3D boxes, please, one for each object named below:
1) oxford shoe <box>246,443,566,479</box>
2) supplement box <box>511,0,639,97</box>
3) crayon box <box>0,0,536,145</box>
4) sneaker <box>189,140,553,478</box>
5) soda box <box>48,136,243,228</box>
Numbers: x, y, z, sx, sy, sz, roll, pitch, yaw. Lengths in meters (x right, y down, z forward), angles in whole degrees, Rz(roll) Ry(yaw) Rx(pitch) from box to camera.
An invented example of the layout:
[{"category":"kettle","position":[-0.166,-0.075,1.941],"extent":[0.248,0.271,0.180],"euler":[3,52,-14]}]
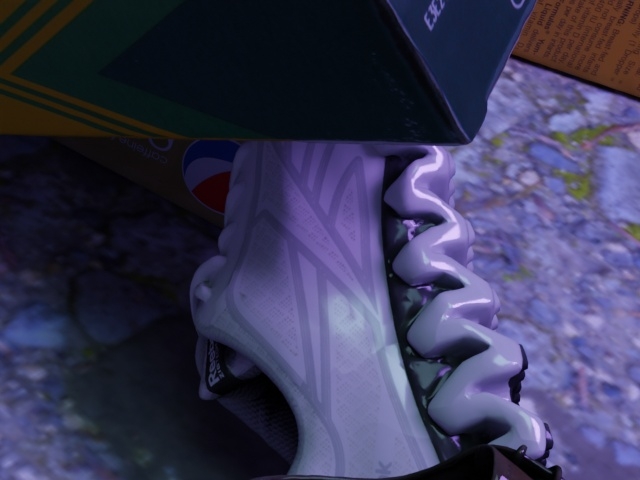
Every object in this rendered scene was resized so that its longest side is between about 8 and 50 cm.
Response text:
[{"category":"oxford shoe","position":[0.071,0.108,0.489],"extent":[0.227,0.096,0.083],"euler":[2,33,6]},{"category":"supplement box","position":[0.121,-0.149,0.961],"extent":[0.233,0.080,0.078],"euler":[17,39,-3]},{"category":"crayon box","position":[-0.058,-0.138,0.669],"extent":[0.323,0.083,0.203],"euler":[3,52,36]},{"category":"sneaker","position":[0.000,0.000,0.662],"extent":[0.118,0.110,0.292],"euler":[-15,62,0]},{"category":"soda box","position":[-0.056,-0.056,0.780],"extent":[0.181,0.058,0.061],"euler":[27,39,7]}]
